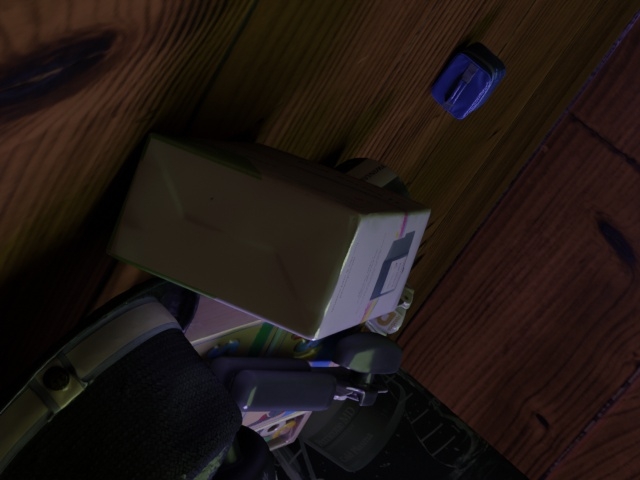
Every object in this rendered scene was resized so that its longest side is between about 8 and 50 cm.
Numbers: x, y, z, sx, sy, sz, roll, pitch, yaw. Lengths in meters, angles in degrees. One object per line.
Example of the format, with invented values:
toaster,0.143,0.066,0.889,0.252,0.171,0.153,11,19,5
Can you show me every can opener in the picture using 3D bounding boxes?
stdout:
can opener,-0.017,0.145,1.520,0.280,0.074,0.093,2,106,-53

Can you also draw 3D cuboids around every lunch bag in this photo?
lunch bag,0.198,-0.215,1.869,0.065,0.067,0.098,-34,162,-51

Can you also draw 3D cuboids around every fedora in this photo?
fedora,-0.184,0.191,1.201,0.334,0.152,0.334,-46,168,-13

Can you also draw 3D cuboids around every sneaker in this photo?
sneaker,0.052,0.065,1.973,0.108,0.169,0.292,-51,167,16

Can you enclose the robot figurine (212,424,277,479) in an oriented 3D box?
robot figurine,-0.119,0.307,1.484,0.209,0.173,0.278,-50,134,-57

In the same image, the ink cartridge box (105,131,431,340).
ink cartridge box,-0.025,-0.011,1.291,0.353,0.207,0.119,-7,118,-74

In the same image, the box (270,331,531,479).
box,-0.035,0.400,1.949,0.480,0.472,0.297,-40,164,-40

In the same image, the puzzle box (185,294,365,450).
puzzle box,-0.100,0.168,1.596,0.272,0.052,0.409,-16,152,-28

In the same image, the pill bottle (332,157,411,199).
pill bottle,0.000,0.000,1.651,0.245,0.130,0.130,-36,162,-47
